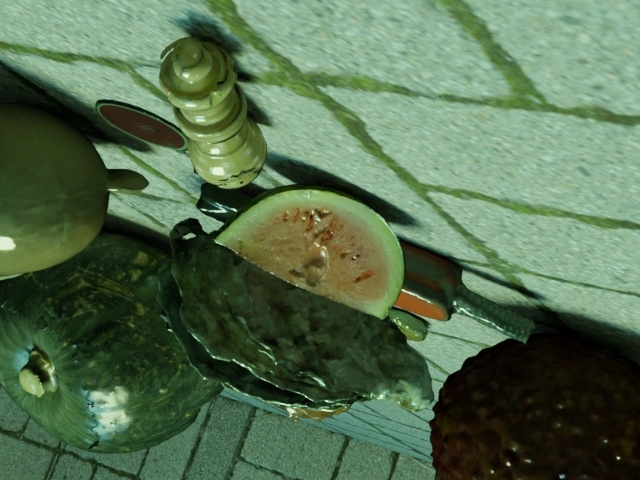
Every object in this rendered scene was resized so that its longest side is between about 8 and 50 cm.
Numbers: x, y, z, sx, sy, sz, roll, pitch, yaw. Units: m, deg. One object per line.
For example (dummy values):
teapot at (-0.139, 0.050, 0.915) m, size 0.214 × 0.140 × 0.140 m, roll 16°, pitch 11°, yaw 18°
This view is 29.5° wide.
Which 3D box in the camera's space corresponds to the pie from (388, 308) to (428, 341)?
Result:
pie at (0.087, 0.095, 1.405) m, size 0.084 × 0.020 × 0.084 m, roll 20°, pitch 165°, yaw 5°

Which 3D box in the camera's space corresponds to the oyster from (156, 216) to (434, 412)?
oyster at (-0.024, 0.071, 1.155) m, size 0.268 × 0.198 × 0.112 m, roll 14°, pitch 134°, yaw -27°

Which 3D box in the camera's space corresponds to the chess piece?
chess piece at (-0.073, -0.088, 0.813) m, size 0.060 × 0.060 × 0.172 m, roll 19°, pitch 165°, yaw 10°

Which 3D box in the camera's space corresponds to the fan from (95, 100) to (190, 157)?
fan at (-0.132, -0.085, 1.026) m, size 0.085 × 0.005 × 0.133 m, roll 6°, pitch 160°, yaw 48°

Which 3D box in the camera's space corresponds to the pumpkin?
pumpkin at (-0.271, 0.120, 1.535) m, size 0.328 × 0.257 × 0.291 m, roll -6°, pitch 109°, yaw 46°

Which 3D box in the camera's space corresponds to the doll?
doll at (-0.324, -0.058, 1.113) m, size 0.330 × 0.174 × 0.235 m, roll 12°, pitch -165°, yaw 43°

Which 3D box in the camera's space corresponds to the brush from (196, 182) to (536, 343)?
brush at (0.042, 0.016, 1.089) m, size 0.323 × 0.051 × 0.070 m, roll 24°, pitch 161°, yaw 1°

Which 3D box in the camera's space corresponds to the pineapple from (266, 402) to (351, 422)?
pineapple at (-0.023, 0.132, 1.473) m, size 0.158 × 0.157 × 0.279 m, roll 23°, pitch 175°, yaw -9°

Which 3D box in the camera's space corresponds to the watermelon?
watermelon at (0.001, -0.010, 0.999) m, size 0.163 × 0.087 × 0.069 m, roll 27°, pitch -163°, yaw -19°

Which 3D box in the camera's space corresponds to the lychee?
lychee at (0.224, 0.214, 1.173) m, size 0.261 × 0.260 × 0.260 m, roll 20°, pitch 168°, yaw 5°
